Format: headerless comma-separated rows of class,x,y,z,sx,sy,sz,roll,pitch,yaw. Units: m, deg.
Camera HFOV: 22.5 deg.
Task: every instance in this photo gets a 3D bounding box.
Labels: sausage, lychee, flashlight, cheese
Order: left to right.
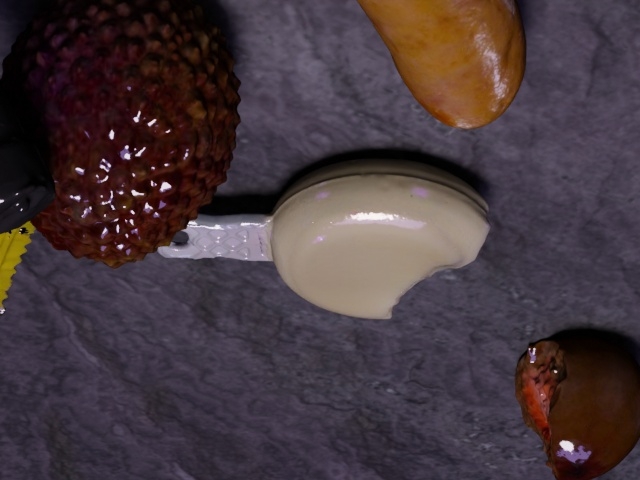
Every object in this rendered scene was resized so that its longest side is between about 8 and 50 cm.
flashlight,-0.245,-0.114,1.045,0.093,0.232,0.093,-27,166,-7
lychee,-0.145,-0.076,1.126,0.188,0.188,0.188,1,141,1
cheese,-0.001,-0.013,1.283,0.249,0.071,0.163,14,140,-14
sausage,0.060,-0.178,1.055,0.109,0.109,0.270,-19,136,23

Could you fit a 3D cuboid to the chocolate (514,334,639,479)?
chocolate,0.229,0.155,1.433,0.127,0.133,0.124,-17,141,26

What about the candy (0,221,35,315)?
candy,-0.385,-0.007,1.302,0.297,0.081,0.187,7,142,-23
